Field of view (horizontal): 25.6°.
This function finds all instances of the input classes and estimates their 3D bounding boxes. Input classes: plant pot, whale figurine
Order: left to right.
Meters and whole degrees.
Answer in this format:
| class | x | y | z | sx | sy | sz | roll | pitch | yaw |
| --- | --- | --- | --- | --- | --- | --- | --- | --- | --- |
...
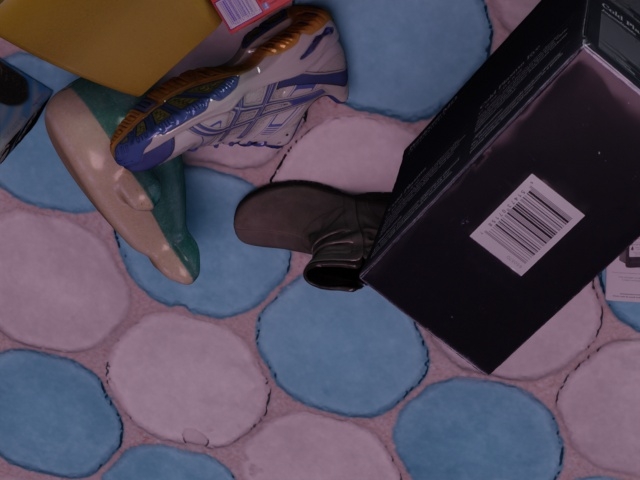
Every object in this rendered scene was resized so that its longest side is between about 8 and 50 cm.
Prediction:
| class | x | y | z | sx | sy | sz | roll | pitch | yaw |
| --- | --- | --- | --- | --- | --- | --- | --- | --- | --- |
| plant pot | -0.214 | -0.288 | 1.542 | 0.212 | 0.212 | 0.187 | -37 | 116 | 27 |
| whale figurine | -0.210 | -0.080 | 1.673 | 0.141 | 0.216 | 0.272 | -36 | 108 | -10 |

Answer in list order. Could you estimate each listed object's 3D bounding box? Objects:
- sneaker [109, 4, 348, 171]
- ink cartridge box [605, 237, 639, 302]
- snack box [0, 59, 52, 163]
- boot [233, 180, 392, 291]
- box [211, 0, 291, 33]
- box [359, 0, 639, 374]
| class | x | y | z | sx | sy | sz | roll | pitch | yaw |
| --- | --- | --- | --- | --- | --- | --- | --- | --- | --- |
| sneaker | -0.089 | -0.140 | 1.574 | 0.296 | 0.112 | 0.131 | -32 | 122 | -13 |
| ink cartridge box | 0.360 | -0.021 | 1.607 | 0.063 | 0.109 | 0.150 | 3 | 119 | 14 |
| snack box | -0.453 | -0.134 | 1.603 | 0.187 | 0.322 | 0.060 | 31 | 123 | -6 |
| boot | 0.000 | 0.000 | 1.669 | 0.247 | 0.161 | 0.083 | 1 | 118 | 12 |
| box | 0.007 | -0.358 | 1.447 | 0.300 | 0.142 | 0.154 | -25 | 104 | 29 |
| box | 0.234 | -0.090 | 1.479 | 0.179 | 0.312 | 0.343 | 37 | 121 | -9 |
